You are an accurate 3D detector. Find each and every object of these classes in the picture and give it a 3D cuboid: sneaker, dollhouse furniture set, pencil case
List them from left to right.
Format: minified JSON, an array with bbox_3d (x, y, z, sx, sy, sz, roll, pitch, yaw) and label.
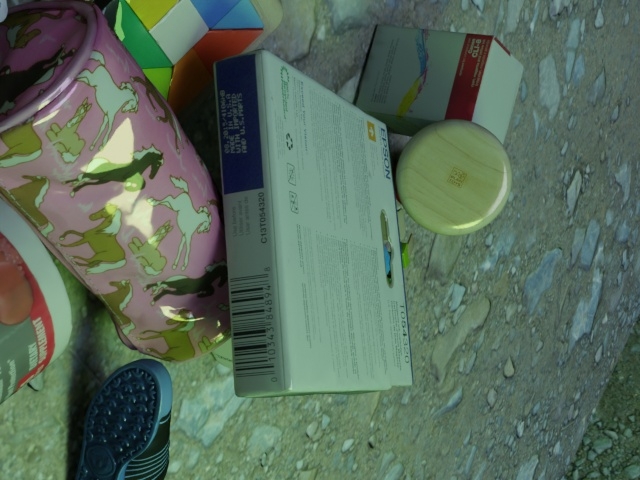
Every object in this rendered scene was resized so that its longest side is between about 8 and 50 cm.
[{"bbox_3d":[-0.186,-0.036,0.963,0.386,0.167,0.160,59,19,-50],"label":"pencil case"},{"bbox_3d":[-0.195,0.209,1.106,0.090,0.081,0.232,-28,147,-58],"label":"sneaker"},{"bbox_3d":[0.092,-0.008,1.511,0.058,0.076,0.152,-63,151,-43],"label":"dollhouse furniture set"}]

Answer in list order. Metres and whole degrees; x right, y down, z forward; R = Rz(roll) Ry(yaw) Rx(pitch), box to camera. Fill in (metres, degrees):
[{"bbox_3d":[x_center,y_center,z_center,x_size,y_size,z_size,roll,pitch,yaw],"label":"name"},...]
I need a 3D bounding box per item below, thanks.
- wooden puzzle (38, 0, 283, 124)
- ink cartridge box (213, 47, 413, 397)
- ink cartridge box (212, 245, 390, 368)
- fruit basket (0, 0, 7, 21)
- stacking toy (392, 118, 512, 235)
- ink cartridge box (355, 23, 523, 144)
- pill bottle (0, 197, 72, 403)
[{"bbox_3d":[-0.143,-0.211,1.016,0.239,0.044,0.221,-51,145,-11],"label":"wooden puzzle"},{"bbox_3d":[0.000,0.000,1.116,0.330,0.071,0.324,18,65,-66],"label":"ink cartridge box"},{"bbox_3d":[-0.029,0.066,1.265,0.203,0.148,0.086,-58,144,-28],"label":"ink cartridge box"},{"bbox_3d":[-0.325,-0.265,0.614,0.327,0.165,0.353,-48,145,-55],"label":"fruit basket"},{"bbox_3d":[0.156,-0.080,1.415,0.330,0.141,0.141,-127,-129,-88],"label":"stacking toy"},{"bbox_3d":[0.159,-0.206,1.423,0.128,0.176,0.127,20,84,-60],"label":"ink cartridge box"},{"bbox_3d":[-0.346,0.100,0.745,0.318,0.176,0.176,-42,136,-42],"label":"pill bottle"}]
